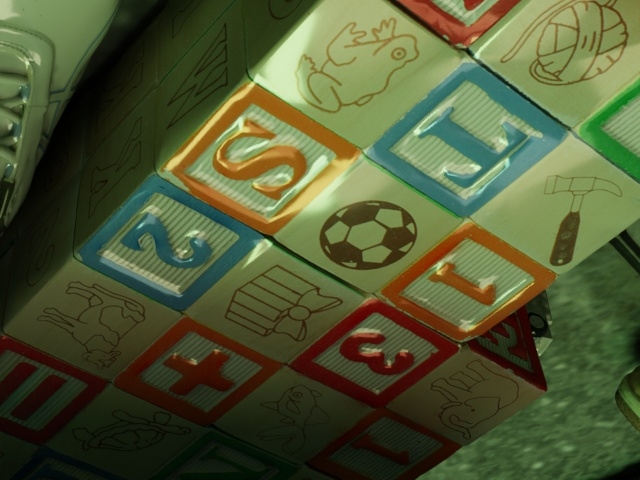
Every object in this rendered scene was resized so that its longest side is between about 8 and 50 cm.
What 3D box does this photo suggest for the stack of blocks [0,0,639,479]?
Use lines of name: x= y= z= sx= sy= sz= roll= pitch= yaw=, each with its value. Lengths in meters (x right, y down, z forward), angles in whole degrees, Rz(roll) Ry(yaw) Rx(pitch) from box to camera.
stack of blocks: x=0.000 y=0.000 z=0.417 sx=0.171 sy=0.087 sz=0.297 roll=29 pitch=125 yaw=-30

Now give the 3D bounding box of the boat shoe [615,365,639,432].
boat shoe: x=0.248 y=0.084 z=0.691 sx=0.190 sy=0.068 sz=0.072 roll=6 pitch=129 yaw=-42

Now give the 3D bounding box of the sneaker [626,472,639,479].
sneaker: x=0.201 y=0.220 z=0.826 sx=0.276 sy=0.098 sz=0.135 roll=-10 pitch=145 yaw=-9

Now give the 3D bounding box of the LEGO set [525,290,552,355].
LEGO set: x=-0.001 y=0.021 z=0.540 sx=0.182 sy=0.060 sz=0.244 roll=-19 pitch=136 yaw=14

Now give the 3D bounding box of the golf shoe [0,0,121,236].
golf shoe: x=-0.101 y=-0.041 z=0.369 sx=0.069 sy=0.086 sz=0.176 roll=9 pitch=138 yaw=-26
